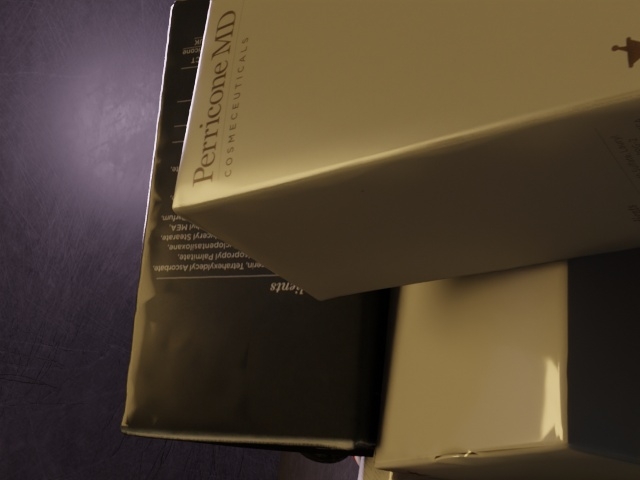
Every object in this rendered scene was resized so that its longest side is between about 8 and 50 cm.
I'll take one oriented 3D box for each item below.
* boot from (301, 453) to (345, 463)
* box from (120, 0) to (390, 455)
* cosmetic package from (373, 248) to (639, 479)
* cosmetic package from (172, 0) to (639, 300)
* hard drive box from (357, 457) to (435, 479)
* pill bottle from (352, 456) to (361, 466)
[{"bbox_3d":[0.029,0.115,1.078,0.260,0.131,0.348,91,-178,-70],"label":"boot"},{"bbox_3d":[0.000,0.000,0.800,0.293,0.212,0.395,36,-126,-63],"label":"box"},{"bbox_3d":[0.162,-0.010,0.618,0.197,0.155,0.365,-26,52,55],"label":"cosmetic package"},{"bbox_3d":[0.119,-0.111,0.455,0.156,0.385,0.217,35,-129,-48],"label":"cosmetic package"},{"bbox_3d":[0.104,0.339,1.087,0.181,0.089,0.232,175,103,-82],"label":"hard drive box"},{"bbox_3d":[0.083,0.309,1.298,0.152,0.086,0.086,170,109,-83],"label":"pill bottle"}]
